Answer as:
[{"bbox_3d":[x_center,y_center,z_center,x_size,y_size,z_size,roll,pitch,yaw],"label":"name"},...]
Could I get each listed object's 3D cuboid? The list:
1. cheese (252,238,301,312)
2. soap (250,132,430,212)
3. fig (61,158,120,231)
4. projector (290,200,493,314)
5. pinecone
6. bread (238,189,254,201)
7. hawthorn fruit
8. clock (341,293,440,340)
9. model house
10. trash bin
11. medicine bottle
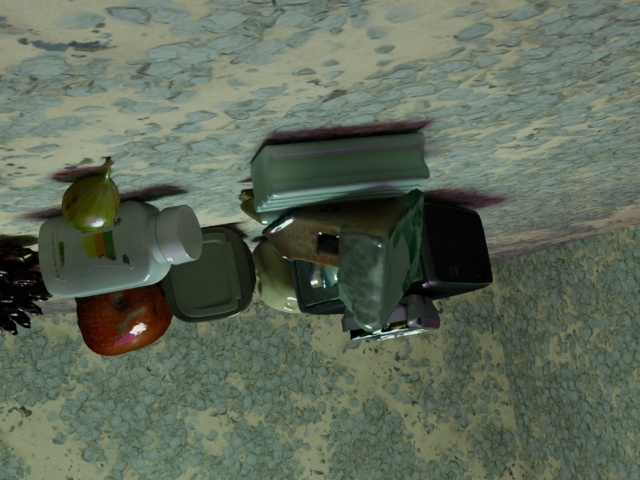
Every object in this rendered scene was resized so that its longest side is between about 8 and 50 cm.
[{"bbox_3d":[-0.078,0.081,2.312,0.218,0.235,0.117,-32,165,-32],"label":"cheese"},{"bbox_3d":[0.028,-0.112,1.405,0.265,0.088,0.160,-6,174,-15],"label":"soap"},{"bbox_3d":[-0.342,-0.068,1.343,0.166,0.093,0.093,-21,166,40],"label":"fig"},{"bbox_3d":[0.187,0.046,2.197,0.405,0.242,0.395,-15,168,32],"label":"projector"},{"bbox_3d":[-0.675,0.106,1.824,0.221,0.221,0.221,-8,172,-1],"label":"pinecone"},{"bbox_3d":[-0.088,-0.059,1.690,0.139,0.084,0.074,-6,173,-17],"label":"bread"},{"bbox_3d":[-0.514,0.166,2.264,0.299,0.275,0.275,-24,169,11],"label":"hawthorn fruit"},{"bbox_3d":[0.172,0.188,2.049,0.186,0.083,0.253,-13,169,18],"label":"clock"},{"bbox_3d":[0.000,0.000,1.555,0.325,0.194,0.267,12,-153,18],"label":"model house"},{"bbox_3d":[-0.264,0.081,2.124,0.219,0.220,0.250,-8,180,5],"label":"trash bin"},{"bbox_3d":[-0.377,0.012,1.600,0.296,0.161,0.111,-9,174,14],"label":"medicine bottle"}]
